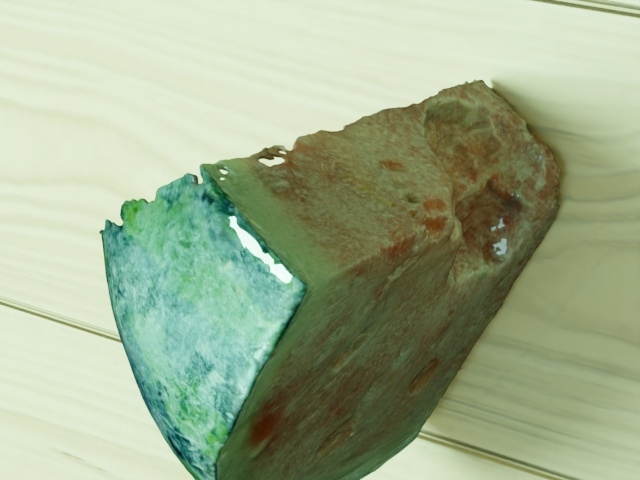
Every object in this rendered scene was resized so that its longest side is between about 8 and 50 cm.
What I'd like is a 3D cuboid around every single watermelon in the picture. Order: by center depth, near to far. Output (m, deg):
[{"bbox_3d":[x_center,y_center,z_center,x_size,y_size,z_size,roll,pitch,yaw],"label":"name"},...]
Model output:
[{"bbox_3d":[0.000,0.000,0.874,0.226,0.318,0.148,-41,73,-1],"label":"watermelon"}]
